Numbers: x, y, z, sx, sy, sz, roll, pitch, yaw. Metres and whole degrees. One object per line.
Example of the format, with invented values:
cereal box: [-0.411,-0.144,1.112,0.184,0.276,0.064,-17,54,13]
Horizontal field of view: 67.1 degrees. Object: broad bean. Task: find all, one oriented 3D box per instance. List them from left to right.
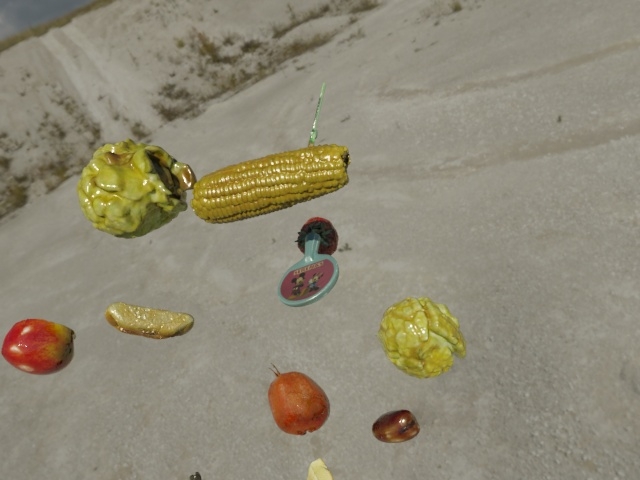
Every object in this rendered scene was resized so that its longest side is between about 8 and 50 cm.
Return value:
broad bean: [0.215,0.540,1.410,0.114,0.085,0.165,-15,-13,-25]

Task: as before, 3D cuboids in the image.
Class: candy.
candy: [-0.023,-0.292,1.320,0.078,0.084,0.288,-172,93,-73]

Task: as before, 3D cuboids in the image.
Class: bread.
bread: [0.003,0.910,1.768,0.068,0.189,0.125,-12,35,-26]

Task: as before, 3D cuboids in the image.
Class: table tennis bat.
table tennis bat: [-0.025,0.064,1.132,0.152,0.040,0.244,-18,34,17]

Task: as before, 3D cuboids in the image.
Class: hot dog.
hot dog: [-0.480,0.234,1.360,0.084,0.242,0.073,135,144,-53]

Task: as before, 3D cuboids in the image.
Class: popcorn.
popcorn: [-0.439,-0.123,1.160,0.270,0.224,0.257,-20,27,-29]
popcorn: [0.318,0.303,1.551,0.282,0.282,0.247,-30,40,8]

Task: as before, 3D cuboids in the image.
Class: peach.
peach: [-0.657,0.251,1.135,0.151,0.151,0.118,-31,4,4]

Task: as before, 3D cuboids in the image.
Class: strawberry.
strawberry: [-0.006,-0.003,1.423,0.131,0.131,0.148,-33,-3,-2]

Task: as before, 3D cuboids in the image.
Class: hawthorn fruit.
hawthorn fruit: [-0.100,0.567,1.764,0.211,0.299,0.211,-29,-24,-14]

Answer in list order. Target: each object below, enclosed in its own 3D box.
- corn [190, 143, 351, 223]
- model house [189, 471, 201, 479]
corn: [-0.110,-0.116,0.991,0.363,0.121,0.120,-15,23,18]
model house: [-0.299,0.798,1.340,0.218,0.279,0.204,15,27,35]
